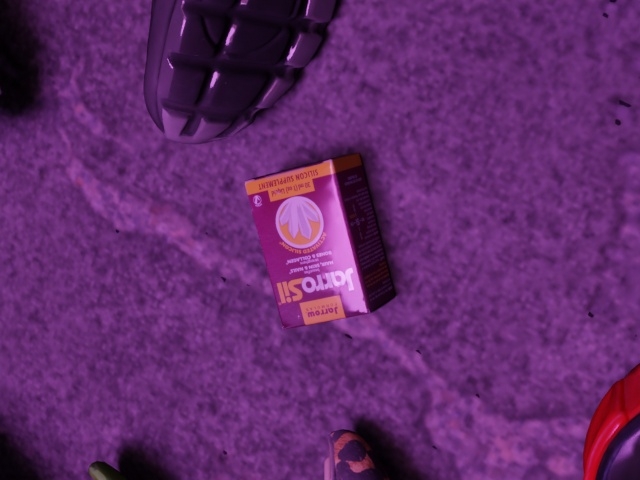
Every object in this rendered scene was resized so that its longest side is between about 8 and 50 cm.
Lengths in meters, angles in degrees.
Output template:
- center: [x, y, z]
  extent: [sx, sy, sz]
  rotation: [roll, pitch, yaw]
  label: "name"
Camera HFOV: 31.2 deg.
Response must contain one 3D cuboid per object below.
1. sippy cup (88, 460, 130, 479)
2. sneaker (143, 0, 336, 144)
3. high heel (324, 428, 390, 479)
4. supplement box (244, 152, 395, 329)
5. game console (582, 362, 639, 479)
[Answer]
- center: [-0.242, 0.255, 0.671]
  extent: [0.224, 0.305, 0.240]
  rotation: [53, 139, 14]
  label: "sippy cup"
- center: [-0.042, -0.182, 0.589]
  extent: [0.106, 0.101, 0.267]
  rotation: [33, 112, 38]
  label: "sneaker"
- center: [0.115, 0.200, 0.598]
  extent: [0.186, 0.093, 0.261]
  rotation: [-21, 77, 4]
  label: "high heel"
- center: [0.000, 0.000, 0.615]
  extent: [0.055, 0.043, 0.083]
  rotation: [-13, 94, 24]
  label: "supplement box"
- center: [0.342, 0.109, 0.483]
  extent: [0.342, 0.060, 0.386]
  rotation: [46, 114, 5]
  label: "game console"
